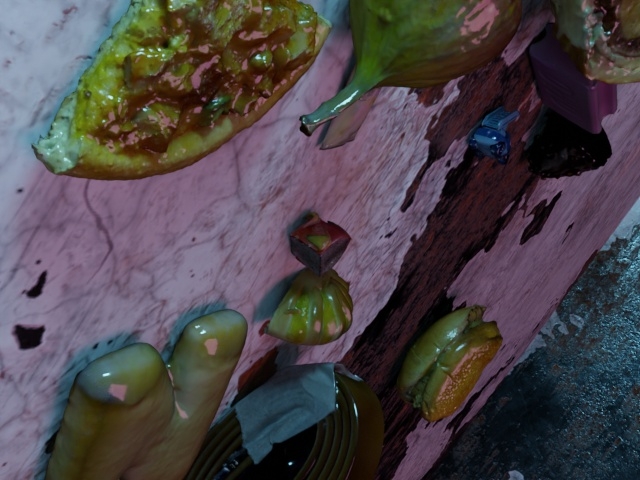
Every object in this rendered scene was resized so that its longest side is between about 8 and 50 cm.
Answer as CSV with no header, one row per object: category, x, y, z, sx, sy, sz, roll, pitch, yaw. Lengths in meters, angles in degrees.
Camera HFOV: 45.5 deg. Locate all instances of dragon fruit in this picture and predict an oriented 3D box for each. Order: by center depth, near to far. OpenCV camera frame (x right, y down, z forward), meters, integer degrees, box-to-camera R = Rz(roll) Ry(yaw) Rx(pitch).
dragon fruit,0.000,0.000,0.924,0.060,0.056,0.083,-42,158,-16

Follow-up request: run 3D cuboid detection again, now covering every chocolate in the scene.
chocolate,0.439,-0.171,1.412,0.133,0.156,0.156,-35,170,39

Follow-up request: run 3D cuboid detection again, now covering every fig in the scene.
fig,0.066,-0.196,0.699,0.230,0.143,0.160,-27,157,9

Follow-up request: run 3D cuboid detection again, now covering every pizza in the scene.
pizza,-0.085,-0.142,0.577,0.292,0.058,0.197,-34,150,-35

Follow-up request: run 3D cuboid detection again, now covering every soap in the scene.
soap,0.400,-0.251,1.201,0.065,0.122,0.203,-52,155,4

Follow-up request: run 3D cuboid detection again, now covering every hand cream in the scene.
hand cream,0.043,-0.156,0.813,0.061,0.039,0.143,-28,151,-46

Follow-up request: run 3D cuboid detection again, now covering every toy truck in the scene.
toy truck,0.274,-0.169,1.181,0.090,0.056,0.073,-63,150,-5

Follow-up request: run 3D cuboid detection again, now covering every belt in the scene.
belt,-0.056,0.323,1.079,0.339,0.217,0.122,-48,150,0

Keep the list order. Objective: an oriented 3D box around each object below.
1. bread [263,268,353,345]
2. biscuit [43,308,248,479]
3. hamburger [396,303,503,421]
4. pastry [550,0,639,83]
bread,-0.005,0.093,1.004,0.157,0.094,0.083,-8,136,-46
biscuit,-0.201,0.215,0.861,0.237,0.062,0.291,-16,139,-54
hamburger,0.260,0.255,1.629,0.156,0.144,0.283,14,110,-53
pastry,0.408,-0.346,1.014,0.256,0.170,0.237,-19,136,-27
